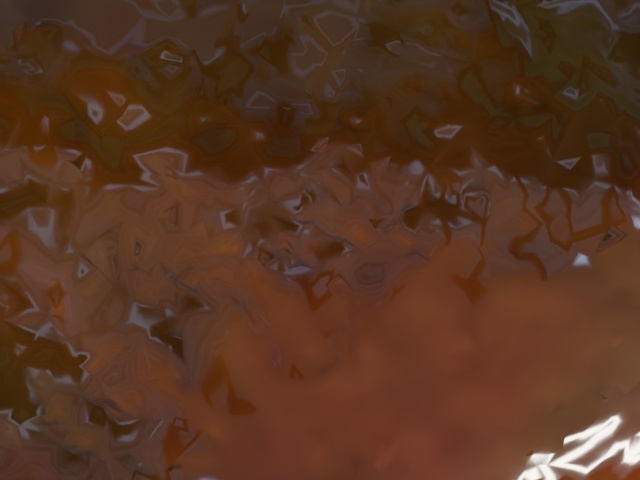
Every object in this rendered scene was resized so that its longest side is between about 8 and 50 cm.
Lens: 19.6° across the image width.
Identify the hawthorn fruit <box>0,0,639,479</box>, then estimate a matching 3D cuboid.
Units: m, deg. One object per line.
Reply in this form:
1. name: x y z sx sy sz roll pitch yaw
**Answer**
1. hawthorn fruit: -0.078 -0.023 0.567 0.471 0.472 0.472 -6 180 0
